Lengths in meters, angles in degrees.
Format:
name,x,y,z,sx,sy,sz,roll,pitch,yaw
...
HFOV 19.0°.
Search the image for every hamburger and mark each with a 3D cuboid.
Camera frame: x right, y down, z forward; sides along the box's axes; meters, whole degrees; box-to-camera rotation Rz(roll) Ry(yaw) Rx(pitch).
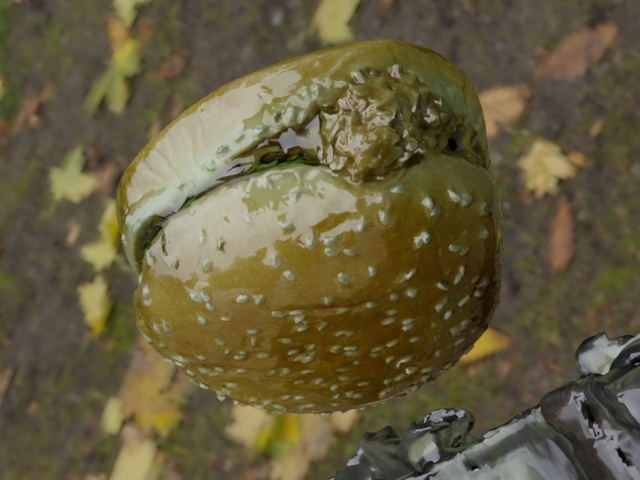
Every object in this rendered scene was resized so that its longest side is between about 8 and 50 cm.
name,x,y,z,sx,sy,sz,roll,pitch,yaw
hamburger,0.000,0.000,0.916,0.215,0.189,0.122,87,168,-62

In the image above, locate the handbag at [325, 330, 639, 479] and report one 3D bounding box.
name,x,y,z,sx,sy,sz,roll,pitch,yaw
handbag,0.175,0.195,0.858,0.325,0.327,0.162,-35,5,46
